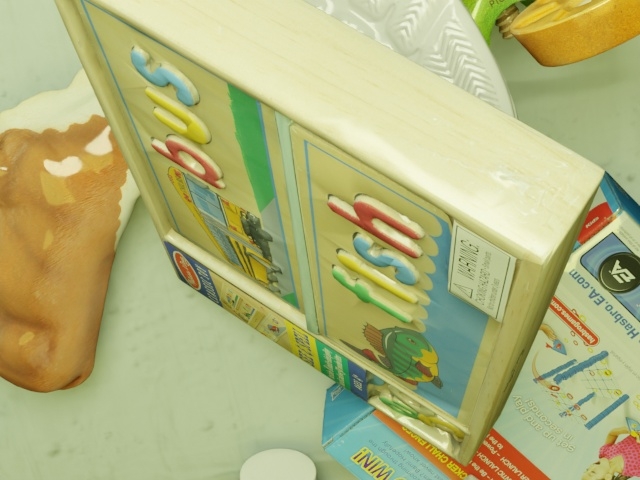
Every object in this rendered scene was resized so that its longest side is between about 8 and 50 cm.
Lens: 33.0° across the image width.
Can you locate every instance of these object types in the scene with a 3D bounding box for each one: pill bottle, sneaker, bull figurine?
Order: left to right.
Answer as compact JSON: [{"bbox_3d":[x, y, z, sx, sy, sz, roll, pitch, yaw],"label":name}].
[{"bbox_3d":[-0.218,-0.021,0.810,0.189,0.101,0.310,17,114,-2],"label":"bull figurine"},{"bbox_3d":[-0.033,0.267,0.952,0.087,0.087,0.160,-1,117,3],"label":"pill bottle"},{"bbox_3d":[0.004,-0.155,0.676,0.321,0.180,0.124,43,110,6],"label":"sneaker"}]

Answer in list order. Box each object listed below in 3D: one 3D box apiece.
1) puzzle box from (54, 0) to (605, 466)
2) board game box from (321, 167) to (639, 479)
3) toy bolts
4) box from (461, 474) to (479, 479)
[{"bbox_3d":[0.000,0.000,0.640,0.272,0.409,0.052,32,72,16],"label":"puzzle box"},{"bbox_3d":[0.214,0.149,0.884,0.302,0.086,0.308,-41,108,20],"label":"board game box"},{"bbox_3d":[0.156,-0.222,0.651,0.229,0.218,0.158,-32,106,-3],"label":"toy bolts"},{"bbox_3d":[0.144,0.273,0.829,0.137,0.126,0.072,40,110,-16],"label":"box"}]
